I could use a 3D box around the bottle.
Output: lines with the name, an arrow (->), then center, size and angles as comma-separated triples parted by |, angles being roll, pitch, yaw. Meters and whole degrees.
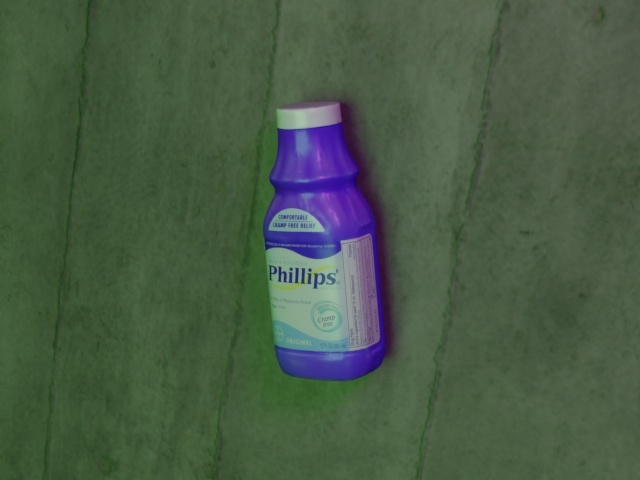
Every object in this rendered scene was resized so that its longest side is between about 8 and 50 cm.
bottle -> 0.000, 0.000, 1.624 | 0.118, 0.092, 0.283 | 3, 104, 33
